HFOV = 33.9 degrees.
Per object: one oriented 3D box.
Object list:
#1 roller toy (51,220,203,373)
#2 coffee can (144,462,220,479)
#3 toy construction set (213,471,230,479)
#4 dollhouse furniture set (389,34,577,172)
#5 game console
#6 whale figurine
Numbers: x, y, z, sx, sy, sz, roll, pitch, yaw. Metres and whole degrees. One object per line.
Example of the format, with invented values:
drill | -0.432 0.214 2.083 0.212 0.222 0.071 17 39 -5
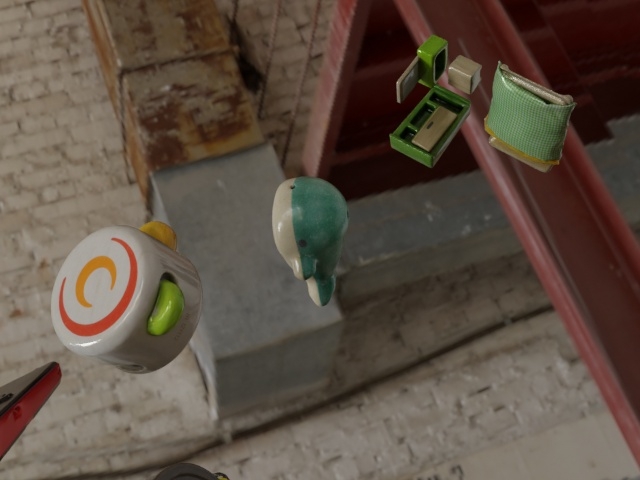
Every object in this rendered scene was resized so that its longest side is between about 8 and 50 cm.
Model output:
roller toy | -0.271 0.085 1.493 0.191 0.209 0.146 -37 -36 14
coffee can | -0.263 0.452 1.461 0.275 0.202 0.201 -30 -26 28
toy construction set | -0.195 0.487 1.652 0.327 0.215 0.151 -21 -12 26
dollhouse furniture set | 0.290 -0.213 1.920 0.151 0.301 0.198 -51 -23 -21
game console | -0.544 0.292 1.355 0.386 0.060 0.342 -26 12 9
whale figurine | 0.000 0.000 2.063 0.141 0.216 0.272 -9 -55 14
